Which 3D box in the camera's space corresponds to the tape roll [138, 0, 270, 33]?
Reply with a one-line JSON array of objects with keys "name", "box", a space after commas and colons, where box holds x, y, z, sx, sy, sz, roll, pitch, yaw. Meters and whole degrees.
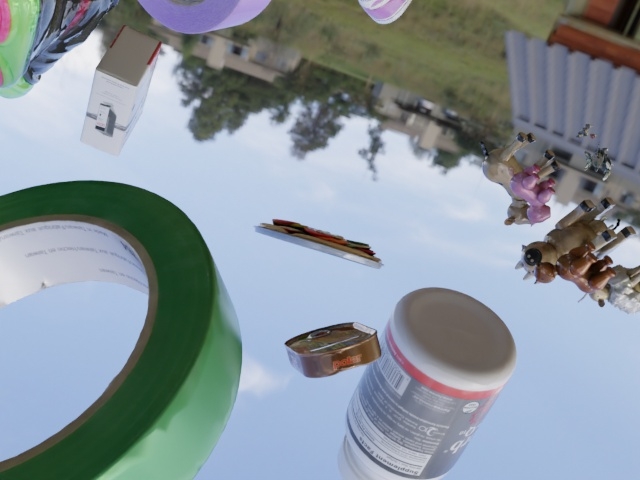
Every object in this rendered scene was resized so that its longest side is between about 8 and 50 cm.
[{"name": "tape roll", "box": [-0.187, -0.464, 1.358, 0.275, 0.275, 0.090, 29, -146, 23]}]

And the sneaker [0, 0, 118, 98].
[{"name": "sneaker", "box": [-0.309, -0.264, 0.872, 0.185, 0.202, 0.483, 46, 173, -18]}]

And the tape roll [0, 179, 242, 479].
[{"name": "tape roll", "box": [-0.220, 0.090, 0.643, 0.321, 0.077, 0.321, -9, -135, 9]}]

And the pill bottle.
[{"name": "pill bottle", "box": [0.161, 0.271, 1.458, 0.210, 0.363, 0.210, 13, -142, -10]}]

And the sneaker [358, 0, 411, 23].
[{"name": "sneaker", "box": [0.154, -0.543, 1.586, 0.102, 0.282, 0.161, 28, -179, 28]}]

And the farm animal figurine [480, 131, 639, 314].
[{"name": "farm animal figurine", "box": [0.433, -0.013, 1.621, 0.327, 0.172, 0.330, 13, -133, -40]}]

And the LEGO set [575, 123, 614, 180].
[{"name": "LEGO set", "box": [0.386, -0.122, 1.223, 0.023, 0.083, 0.054, -8, 174, -21]}]

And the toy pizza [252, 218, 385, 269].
[{"name": "toy pizza", "box": [0.000, 0.000, 1.281, 0.201, 0.032, 0.201, 17, 179, 0]}]

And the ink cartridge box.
[{"name": "ink cartridge box", "box": [-0.258, -0.191, 1.135, 0.056, 0.135, 0.099, 23, -131, -7]}]

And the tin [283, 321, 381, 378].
[{"name": "tin", "box": [0.014, 0.140, 1.132, 0.106, 0.040, 0.190, -11, -177, -11]}]
